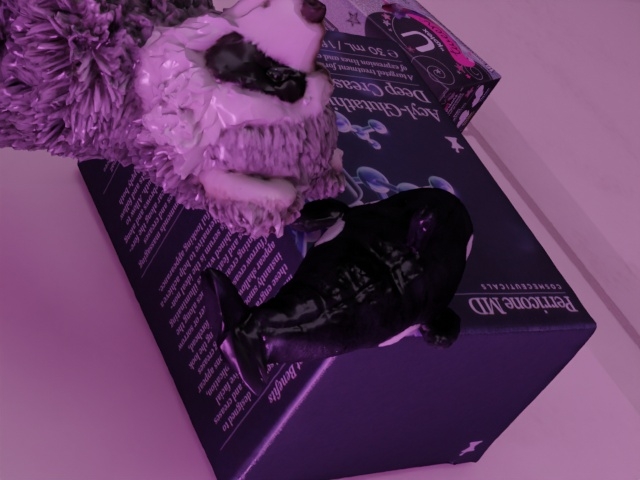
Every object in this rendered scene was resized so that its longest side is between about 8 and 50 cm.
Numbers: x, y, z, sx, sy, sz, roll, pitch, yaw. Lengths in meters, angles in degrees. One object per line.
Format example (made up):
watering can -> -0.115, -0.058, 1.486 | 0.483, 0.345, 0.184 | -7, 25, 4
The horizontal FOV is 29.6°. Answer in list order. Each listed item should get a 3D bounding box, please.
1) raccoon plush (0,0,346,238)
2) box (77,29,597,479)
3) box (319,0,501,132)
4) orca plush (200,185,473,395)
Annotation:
raccoon plush -> -0.178, -0.083, 0.930 | 0.299, 0.446, 0.216 | 55, 44, -5
box -> 0.000, 0.000, 1.108 | 0.293, 0.212, 0.395 | 1, 47, -40
box -> 0.060, -0.210, 1.454 | 0.247, 0.163, 0.142 | 45, 34, 16
orca plush -> 0.035, 0.001, 0.858 | 0.287, 0.102, 0.151 | -8, 53, -44
